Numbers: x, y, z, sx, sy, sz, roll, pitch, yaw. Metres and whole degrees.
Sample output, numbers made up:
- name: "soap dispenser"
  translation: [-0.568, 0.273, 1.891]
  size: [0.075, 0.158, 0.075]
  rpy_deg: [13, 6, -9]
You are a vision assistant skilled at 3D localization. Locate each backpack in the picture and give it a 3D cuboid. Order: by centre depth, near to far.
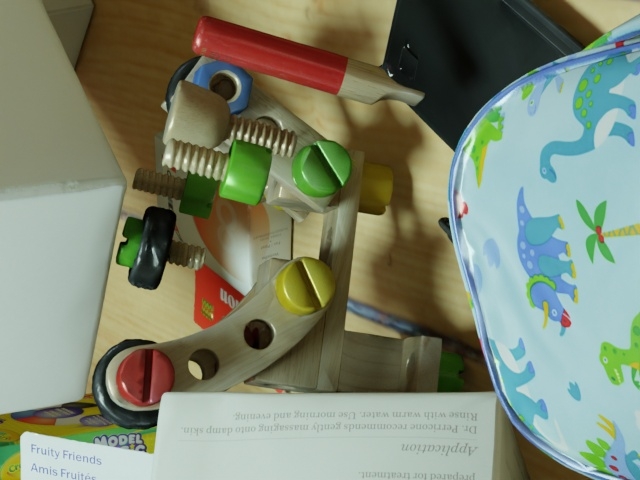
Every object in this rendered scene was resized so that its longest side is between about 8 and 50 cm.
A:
- name: "backpack"
  translation: [0.224, -0.007, 0.852]
  size: [0.355, 0.273, 0.290]
  rpy_deg: [11, 120, 70]

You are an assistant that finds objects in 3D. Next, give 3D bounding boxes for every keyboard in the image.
- name: "keyboard"
  translation: [0.133, -0.033, 1.172]
  size: [0.317, 0.033, 0.202]
  rpy_deg: [49, 140, 37]

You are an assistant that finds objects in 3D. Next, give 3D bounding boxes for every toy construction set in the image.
- name: "toy construction set"
  translation: [0.000, 0.000, 1.269]
  size: [0.309, 0.237, 0.257]
  rpy_deg: [115, 167, -54]

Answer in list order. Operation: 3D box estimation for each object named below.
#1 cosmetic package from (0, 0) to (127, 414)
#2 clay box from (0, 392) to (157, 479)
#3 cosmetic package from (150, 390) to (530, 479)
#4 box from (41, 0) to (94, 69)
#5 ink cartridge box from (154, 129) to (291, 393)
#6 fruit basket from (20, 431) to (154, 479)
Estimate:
- name: "cosmetic package"
  translation: [-0.303, -0.105, 1.491]
  size: [0.230, 0.161, 0.453]
  rpy_deg: [107, 146, -42]
- name: "clay box"
  translation: [-0.230, 0.172, 1.678]
  size: [0.127, 0.222, 0.053]
  rpy_deg: [12, 105, 56]
- name: "cosmetic package"
  translation: [0.004, 0.287, 1.134]
  size: [0.156, 0.217, 0.385]
  rpy_deg: [63, -150, -62]
- name: "box"
  translation: [-0.281, -0.214, 1.714]
  size: [0.170, 0.091, 0.130]
  rpy_deg: [59, 146, 24]
- name: "ink cartridge box"
  translation: [-0.078, 0.018, 1.535]
  size: [0.145, 0.045, 0.179]
  rpy_deg: [36, 130, 47]
- name: "fruit basket"
  translation: [-0.085, 0.335, 1.486]
  size: [0.327, 0.165, 0.353]
  rpy_deg: [9, 115, 17]
